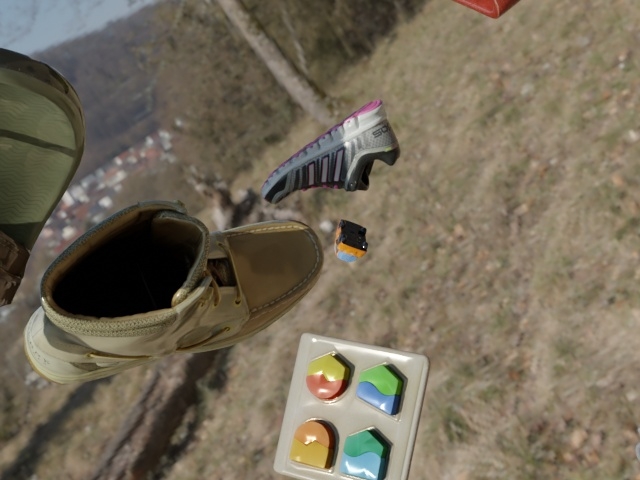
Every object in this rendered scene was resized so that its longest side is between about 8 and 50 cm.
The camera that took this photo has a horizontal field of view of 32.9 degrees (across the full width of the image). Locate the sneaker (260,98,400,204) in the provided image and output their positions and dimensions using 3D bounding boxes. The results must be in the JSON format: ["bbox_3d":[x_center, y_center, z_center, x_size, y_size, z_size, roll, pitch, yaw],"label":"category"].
[{"bbox_3d":[0.014,-0.073,1.133,0.170,0.075,0.063,-32,7,24],"label":"sneaker"}]

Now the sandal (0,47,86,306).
[{"bbox_3d":[-0.212,0.011,0.621,0.120,0.086,0.303,6,-45,-31],"label":"sandal"}]

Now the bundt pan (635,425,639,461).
[{"bbox_3d":[0.500,0.241,1.111,0.124,0.331,0.331,-51,16,-20],"label":"bundt pan"}]

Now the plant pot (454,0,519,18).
[{"bbox_3d":[0.163,-0.410,1.039,0.236,0.267,0.267,-31,31,-7],"label":"plant pot"}]

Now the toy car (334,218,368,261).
[{"bbox_3d":[0.000,0.000,1.261,0.040,0.122,0.060,-64,33,30],"label":"toy car"}]

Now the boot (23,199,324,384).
[{"bbox_3d":[-0.094,0.024,0.827,0.262,0.095,0.203,-17,-12,-21],"label":"boot"}]

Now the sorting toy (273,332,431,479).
[{"bbox_3d":[0.035,0.228,1.418,0.208,0.193,0.038,7,-9,33],"label":"sorting toy"}]
